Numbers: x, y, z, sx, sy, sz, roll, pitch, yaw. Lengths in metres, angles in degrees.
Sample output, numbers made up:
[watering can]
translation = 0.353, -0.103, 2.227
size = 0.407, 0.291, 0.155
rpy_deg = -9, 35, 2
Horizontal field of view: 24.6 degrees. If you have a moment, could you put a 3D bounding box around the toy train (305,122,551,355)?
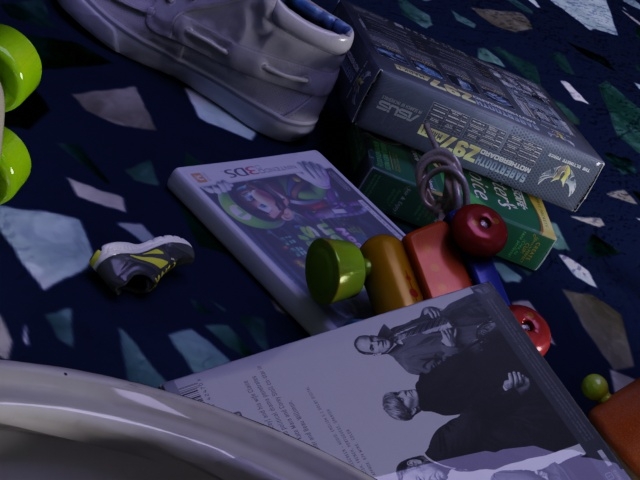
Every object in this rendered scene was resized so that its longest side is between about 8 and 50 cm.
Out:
[toy train]
translation = 0.052, 0.015, 1.048
size = 0.143, 0.105, 0.248
rpy_deg = -1, 54, -27

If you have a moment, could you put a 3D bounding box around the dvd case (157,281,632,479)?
[dvd case]
translation = 0.046, 0.125, 0.880
size = 0.238, 0.030, 0.179
rpy_deg = -16, 55, -24

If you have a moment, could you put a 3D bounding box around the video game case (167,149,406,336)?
[video game case]
translation = 0.000, 0.000, 1.139
size = 0.190, 0.022, 0.173
rpy_deg = 45, 33, 25

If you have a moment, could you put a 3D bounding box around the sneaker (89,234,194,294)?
[sneaker]
translation = -0.118, 0.020, 1.001
size = 0.083, 0.031, 0.035
rpy_deg = -8, 60, -42

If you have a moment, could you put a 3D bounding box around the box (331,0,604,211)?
[box]
translation = 0.121, -0.123, 1.325
size = 0.232, 0.059, 0.183
rpy_deg = 19, 22, -21

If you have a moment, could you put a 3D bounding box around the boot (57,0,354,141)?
[boot]
translation = -0.096, -0.199, 1.259
size = 0.258, 0.123, 0.095
rpy_deg = 30, 29, 0

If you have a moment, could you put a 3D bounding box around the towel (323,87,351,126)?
[towel]
translation = 0.003, -0.151, 1.370
size = 0.119, 0.029, 0.067
rpy_deg = 38, 31, 14

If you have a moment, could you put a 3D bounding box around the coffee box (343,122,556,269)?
[coffee box]
translation = 0.112, -0.047, 1.292
size = 0.184, 0.040, 0.113
rpy_deg = 21, 29, -17

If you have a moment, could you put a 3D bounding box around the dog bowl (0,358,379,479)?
[dog bowl]
translation = -0.092, 0.204, 0.536
size = 0.408, 0.150, 0.408
rpy_deg = 17, 18, -6

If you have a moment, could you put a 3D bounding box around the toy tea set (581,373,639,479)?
[toy tea set]
translation = 0.305, 0.222, 1.015
size = 0.200, 0.124, 0.336
rpy_deg = 42, 8, -49

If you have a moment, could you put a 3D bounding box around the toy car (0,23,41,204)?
[toy car]
translation = -0.289, -0.066, 0.881
size = 0.188, 0.149, 0.155
rpy_deg = 21, 39, 7
